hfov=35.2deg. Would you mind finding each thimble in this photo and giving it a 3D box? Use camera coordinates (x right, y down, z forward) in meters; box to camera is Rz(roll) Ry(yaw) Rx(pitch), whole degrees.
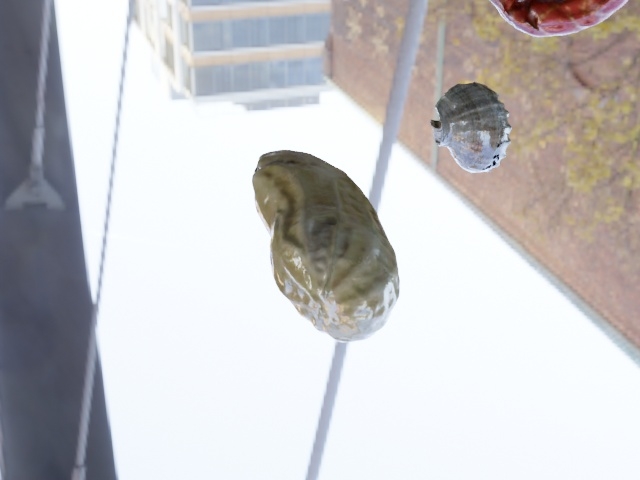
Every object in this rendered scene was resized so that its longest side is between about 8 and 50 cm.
[{"bbox_3d":[0.488,-0.603,2.044,0.350,0.350,0.230,3,-140,6],"label":"thimble"}]

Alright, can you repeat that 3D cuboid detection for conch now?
[{"bbox_3d":[0.260,-0.202,1.763,0.207,0.155,0.130,11,161,-37],"label":"conch"}]

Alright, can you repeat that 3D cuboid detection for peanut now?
[{"bbox_3d":[0.006,0.001,1.432,0.174,0.158,0.340,-8,-138,-8],"label":"peanut"}]
